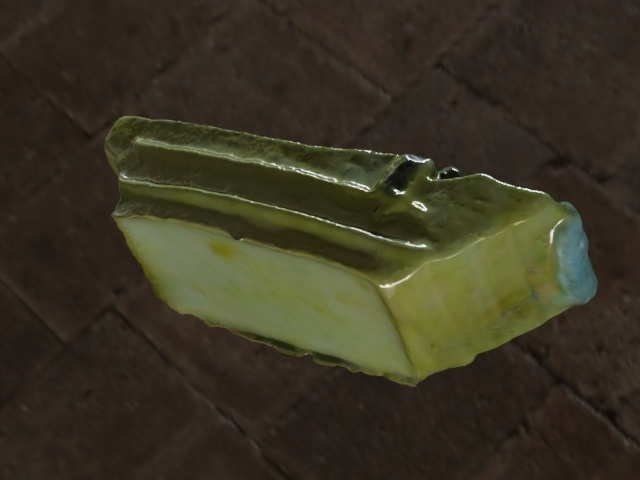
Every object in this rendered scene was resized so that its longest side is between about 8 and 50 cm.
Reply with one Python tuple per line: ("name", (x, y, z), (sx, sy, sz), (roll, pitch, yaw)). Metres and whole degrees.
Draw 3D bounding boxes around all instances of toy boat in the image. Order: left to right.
("toy boat", (-0.002, 0.005, 0.980), (0.276, 0.111, 0.084), (12, 58, 31))
